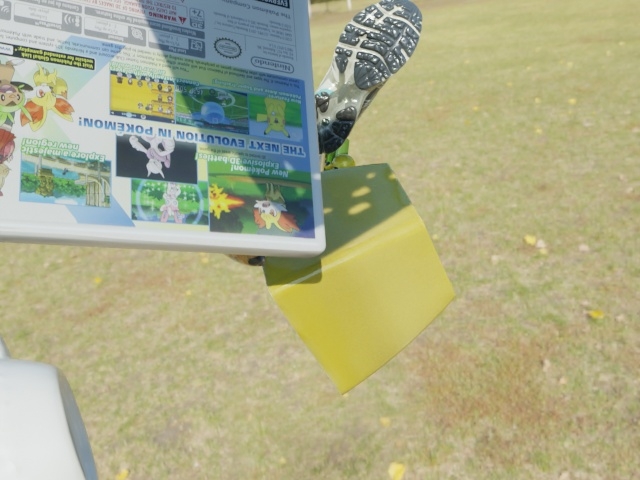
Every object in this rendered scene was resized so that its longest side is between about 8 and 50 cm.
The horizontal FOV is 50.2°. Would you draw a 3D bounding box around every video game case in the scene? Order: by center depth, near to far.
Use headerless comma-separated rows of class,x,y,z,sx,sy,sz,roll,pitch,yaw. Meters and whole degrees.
video game case,-0.154,-0.139,0.585,0.329,0.299,0.036,4,-16,-29

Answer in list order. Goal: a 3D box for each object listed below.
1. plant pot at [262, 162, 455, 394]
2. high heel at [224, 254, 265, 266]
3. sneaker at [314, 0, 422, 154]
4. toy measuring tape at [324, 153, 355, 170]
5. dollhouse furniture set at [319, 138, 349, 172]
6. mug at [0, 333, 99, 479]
plant pot,0.046,0.026,0.868,0.187,0.212,0.212,-26,38,6
high heel,-0.170,-0.044,0.727,0.186,0.093,0.261,-2,34,-27
sneaker,0.057,-0.274,1.125,0.283,0.110,0.122,-51,5,13
toy measuring tape,0.000,0.000,1.210,0.122,0.329,0.121,9,29,-5
dollhouse furniture set,-0.107,-0.169,1.649,0.302,0.198,0.151,-29,44,38
mug,-0.430,0.219,0.714,0.328,0.373,0.276,-17,-11,-17
